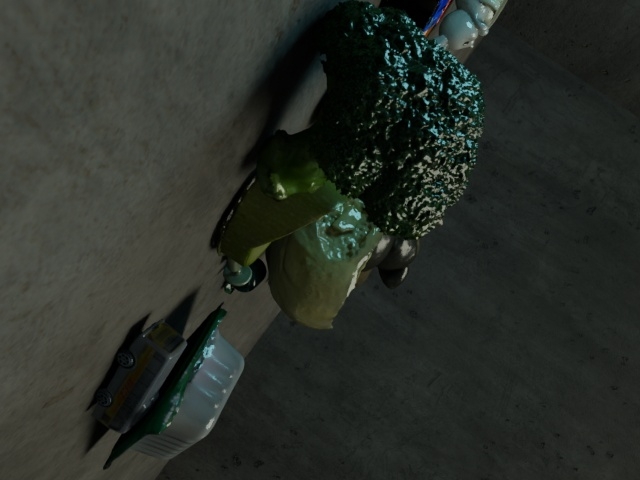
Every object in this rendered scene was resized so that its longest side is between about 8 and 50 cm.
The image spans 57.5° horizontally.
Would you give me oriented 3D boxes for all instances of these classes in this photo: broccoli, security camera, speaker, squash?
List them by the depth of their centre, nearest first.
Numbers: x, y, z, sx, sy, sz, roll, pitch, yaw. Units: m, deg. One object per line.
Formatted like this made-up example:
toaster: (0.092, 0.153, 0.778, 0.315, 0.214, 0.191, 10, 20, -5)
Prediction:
broccoli: (0.056, -0.147, 0.738, 0.298, 0.297, 0.297, -10, -159, 29)
squash: (-0.064, -0.036, 0.939, 0.220, 0.133, 0.220, -49, 179, -1)
security camera: (-0.153, 0.038, 1.067, 0.058, 0.058, 0.092, -51, 162, -35)
speaker: (-0.163, 0.074, 1.206, 0.095, 0.060, 0.075, -18, -169, 22)

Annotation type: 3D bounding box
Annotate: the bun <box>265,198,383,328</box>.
bun: (-0.005, 0.001, 1.254, 0.364, 0.202, 0.364, -155, -90, -86)

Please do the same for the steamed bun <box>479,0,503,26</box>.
steamed bun: (0.479, -0.698, 1.675, 0.182, 0.106, 0.183, -57, 174, -9)

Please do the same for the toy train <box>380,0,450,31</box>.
toy train: (0.180, -0.413, 0.853, 0.131, 0.083, 0.204, -47, 172, -43)

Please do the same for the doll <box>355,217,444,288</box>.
doll: (0.146, -0.016, 1.636, 0.379, 0.252, 0.382, -26, 144, -38)

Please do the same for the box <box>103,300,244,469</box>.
box: (-0.244, 0.284, 1.046, 0.336, 0.106, 0.264, -45, -167, 49)

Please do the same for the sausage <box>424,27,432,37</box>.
sausage: (0.110, -0.303, 1.026, 0.234, 0.071, 0.071, -55, 175, 22)

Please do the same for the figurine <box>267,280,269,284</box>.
figurine: (-0.109, 0.100, 1.853, 0.101, 0.068, 0.143, -62, 157, 11)

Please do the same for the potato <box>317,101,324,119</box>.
potato: (0.059, -0.236, 0.961, 0.170, 0.080, 0.107, -56, -175, 6)

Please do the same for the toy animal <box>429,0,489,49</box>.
toy animal: (0.334, -0.510, 1.483, 0.220, 0.131, 0.103, -52, -170, 13)

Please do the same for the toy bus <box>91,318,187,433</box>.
toy bus: (-0.268, 0.202, 0.861, 0.190, 0.075, 0.064, -57, 175, 24)
